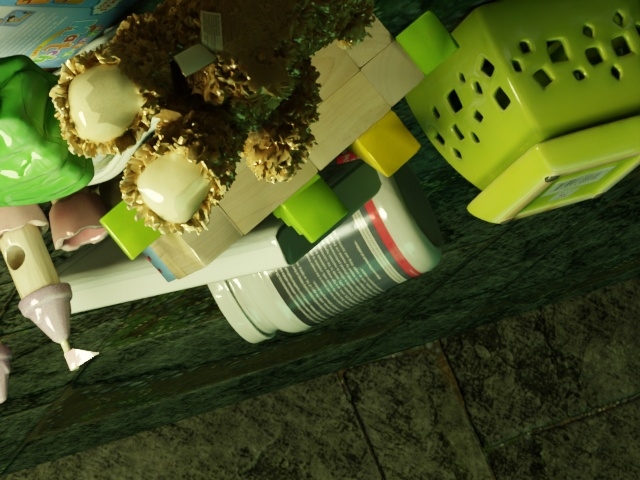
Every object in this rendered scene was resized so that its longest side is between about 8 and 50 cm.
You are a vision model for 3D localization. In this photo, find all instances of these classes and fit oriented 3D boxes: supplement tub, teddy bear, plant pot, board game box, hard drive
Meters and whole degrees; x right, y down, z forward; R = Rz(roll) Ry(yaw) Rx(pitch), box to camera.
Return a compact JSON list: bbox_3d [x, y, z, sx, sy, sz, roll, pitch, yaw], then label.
[{"bbox_3d":[0.000,0.000,2.461,0.272,0.191,0.191,-26,166,14],"label":"supplement tub"},{"bbox_3d":[-0.088,-0.153,1.596,0.245,0.338,0.113,30,150,-19],"label":"teddy bear"},{"bbox_3d":[0.262,-0.155,2.251,0.228,0.207,0.227,-15,165,-26],"label":"plant pot"},{"bbox_3d":[-0.257,-0.195,1.615,0.211,0.039,0.160,-5,159,-48],"label":"board game box"},{"bbox_3d":[-0.133,-0.001,2.168,0.353,0.047,0.233,-12,-164,33],"label":"hard drive"}]

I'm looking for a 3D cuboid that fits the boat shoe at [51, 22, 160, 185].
[{"bbox_3d":[-0.206,-0.130,1.769,0.103,0.118,0.320,5,165,-36],"label":"boat shoe"}]

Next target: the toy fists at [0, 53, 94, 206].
[{"bbox_3d":[-0.287,-0.119,1.523,0.142,0.096,0.279,-3,146,35],"label":"toy fists"}]

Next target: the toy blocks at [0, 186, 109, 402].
[{"bbox_3d":[-0.381,0.053,1.908,0.288,0.260,0.309,-28,166,25],"label":"toy blocks"}]

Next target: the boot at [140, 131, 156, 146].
[{"bbox_3d":[-0.149,-0.138,2.012,0.099,0.045,0.121,-25,169,-15],"label":"boot"}]

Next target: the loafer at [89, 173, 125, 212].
[{"bbox_3d":[-0.217,-0.053,2.214,0.050,0.056,0.148,-30,174,28],"label":"loafer"}]

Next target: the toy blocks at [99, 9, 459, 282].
[{"bbox_3d":[-0.065,-0.088,1.943,0.381,0.191,0.261,-41,-175,-16],"label":"toy blocks"}]
